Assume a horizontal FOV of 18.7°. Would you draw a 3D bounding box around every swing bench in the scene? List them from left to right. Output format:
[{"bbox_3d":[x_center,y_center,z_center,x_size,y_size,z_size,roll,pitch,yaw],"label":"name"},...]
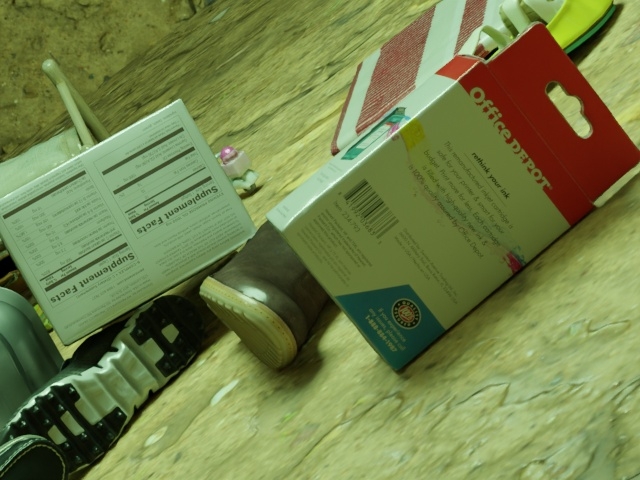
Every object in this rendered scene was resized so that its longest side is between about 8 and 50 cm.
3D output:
[{"bbox_3d":[-0.377,-0.065,2.495,0.253,0.165,0.254,-29,-27,5],"label":"swing bench"}]

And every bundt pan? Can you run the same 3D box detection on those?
[{"bbox_3d":[-0.424,0.139,1.968,0.331,0.124,0.331,-16,17,5],"label":"bundt pan"}]

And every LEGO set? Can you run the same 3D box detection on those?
[{"bbox_3d":[-0.194,-0.008,2.086,0.132,0.107,0.287,-25,20,47],"label":"LEGO set"}]

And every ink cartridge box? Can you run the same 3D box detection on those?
[{"bbox_3d":[0.094,-0.036,1.364,0.231,0.134,0.078,-39,13,-2],"label":"ink cartridge box"}]

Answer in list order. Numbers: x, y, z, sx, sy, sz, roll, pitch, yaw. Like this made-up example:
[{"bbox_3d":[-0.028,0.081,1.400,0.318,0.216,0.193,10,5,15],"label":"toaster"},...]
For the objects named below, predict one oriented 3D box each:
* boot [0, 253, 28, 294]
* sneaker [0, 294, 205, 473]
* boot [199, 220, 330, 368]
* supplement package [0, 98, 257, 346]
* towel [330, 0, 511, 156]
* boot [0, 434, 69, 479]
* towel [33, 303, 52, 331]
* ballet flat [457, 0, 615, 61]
[{"bbox_3d":[-0.494,0.123,2.409,0.280,0.096,0.264,-34,-11,38],"label":"boot"},{"bbox_3d":[-0.207,0.140,1.727,0.234,0.078,0.106,-43,11,-28],"label":"sneaker"},{"bbox_3d":[0.000,0.000,1.585,0.207,0.090,0.248,-43,10,-4],"label":"boot"},{"bbox_3d":[-0.189,-0.009,1.835,0.204,0.145,0.262,-30,1,-8],"label":"supplement package"},{"bbox_3d":[0.156,-0.219,2.003,0.329,0.037,0.237,-35,16,24],"label":"towel"},{"bbox_3d":[-0.235,0.242,1.450,0.178,0.085,0.236,-16,34,55],"label":"boot"},{"bbox_3d":[-0.382,0.118,2.363,0.237,0.021,0.102,-30,16,35],"label":"towel"},{"bbox_3d":[0.174,-0.169,1.697,0.231,0.077,0.077,-46,14,-26],"label":"ballet flat"}]
